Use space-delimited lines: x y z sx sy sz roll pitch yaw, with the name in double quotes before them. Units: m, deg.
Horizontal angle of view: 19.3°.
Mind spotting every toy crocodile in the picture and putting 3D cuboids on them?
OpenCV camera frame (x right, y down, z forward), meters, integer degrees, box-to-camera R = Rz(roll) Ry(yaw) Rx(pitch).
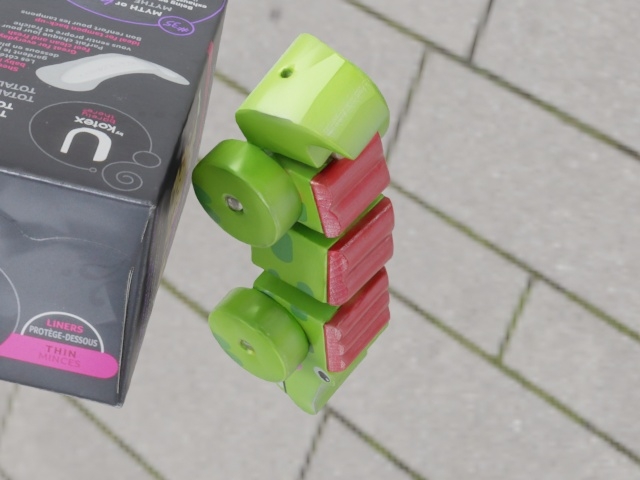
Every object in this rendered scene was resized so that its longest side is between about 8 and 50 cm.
"toy crocodile" 0.000 0.000 1.151 0.105 0.115 0.340 31 149 24

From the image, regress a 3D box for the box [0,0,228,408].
"box" -0.158 -0.052 1.084 0.270 0.165 0.143 -78 1 -57
